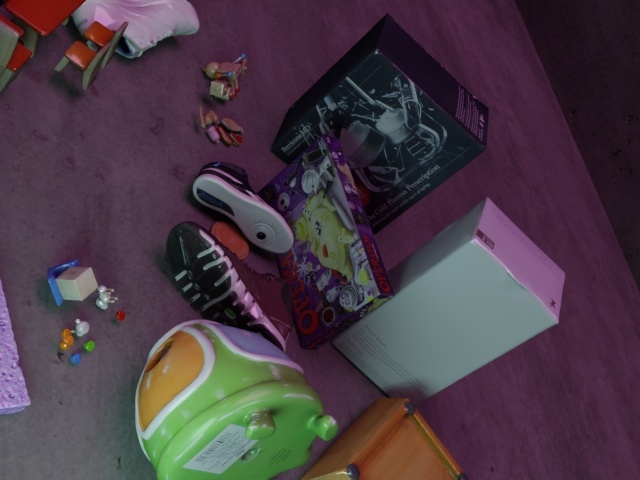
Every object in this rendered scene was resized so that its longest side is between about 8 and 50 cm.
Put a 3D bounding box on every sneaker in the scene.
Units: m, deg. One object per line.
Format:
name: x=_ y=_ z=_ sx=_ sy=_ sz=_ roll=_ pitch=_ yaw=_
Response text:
sneaker: x=-0.358 y=-0.416 z=1.615 sx=0.297 sy=0.111 sz=0.129 roll=-12 pitch=80 yaw=-45
sneaker: x=-0.132 y=-0.075 z=1.547 sx=0.217 sy=0.079 sz=0.121 roll=37 pitch=27 yaw=-16
sneaker: x=-0.142 y=0.068 z=1.414 sx=0.281 sy=0.106 sz=0.162 roll=56 pitch=28 yaw=-11

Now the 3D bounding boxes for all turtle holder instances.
turtle holder: x=-0.110 y=0.230 z=1.169 sx=0.320 sy=0.243 sz=0.227 roll=-4 pitch=45 yaw=-40

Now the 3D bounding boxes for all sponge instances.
sponge: x=-0.453 y=0.125 z=1.055 sx=0.117 sy=0.031 sz=0.210 roll=3 pitch=57 yaw=-47

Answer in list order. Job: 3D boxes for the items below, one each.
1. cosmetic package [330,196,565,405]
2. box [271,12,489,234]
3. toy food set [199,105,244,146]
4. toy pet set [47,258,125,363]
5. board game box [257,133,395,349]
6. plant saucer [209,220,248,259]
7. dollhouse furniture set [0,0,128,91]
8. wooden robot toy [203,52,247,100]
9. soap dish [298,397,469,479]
cosmetic package: x=0.228 y=0.126 z=1.514 sx=0.217 sy=0.385 sz=0.156 roll=44 pitch=35 yaw=-10
box: x=0.128 y=-0.239 z=1.773 sx=0.312 sy=0.343 sz=0.179 roll=39 pitch=37 yaw=-16
toy food set: x=-0.202 y=-0.222 z=1.669 sx=0.122 sy=0.019 sz=0.078 roll=26 pitch=41 yaw=-43
toy pet set: x=-0.356 y=0.096 z=1.188 sx=0.122 sy=0.065 sz=0.114 roll=-50 pitch=134 yaw=-52
board game box: x=0.000 y=0.000 z=1.527 sx=0.056 sy=0.208 sz=0.347 roll=9 pitch=52 yaw=-41
plant saucer: x=-0.165 y=0.000 z=1.511 sx=0.083 sy=0.013 sz=0.083 roll=29 pitch=39 yaw=-28
dollhouse furniture set: x=-0.477 y=-0.368 z=1.358 sx=0.262 sy=0.135 sz=0.259 roll=34 pitch=43 yaw=-12
wooden robot toy: x=-0.213 y=-0.344 z=1.747 sx=0.079 sy=0.076 sz=0.173 roll=13 pitch=38 yaw=7
soap dish: x=0.115 y=0.409 z=1.364 sx=0.229 sy=0.118 sz=0.291 roll=54 pitch=36 yaw=3
